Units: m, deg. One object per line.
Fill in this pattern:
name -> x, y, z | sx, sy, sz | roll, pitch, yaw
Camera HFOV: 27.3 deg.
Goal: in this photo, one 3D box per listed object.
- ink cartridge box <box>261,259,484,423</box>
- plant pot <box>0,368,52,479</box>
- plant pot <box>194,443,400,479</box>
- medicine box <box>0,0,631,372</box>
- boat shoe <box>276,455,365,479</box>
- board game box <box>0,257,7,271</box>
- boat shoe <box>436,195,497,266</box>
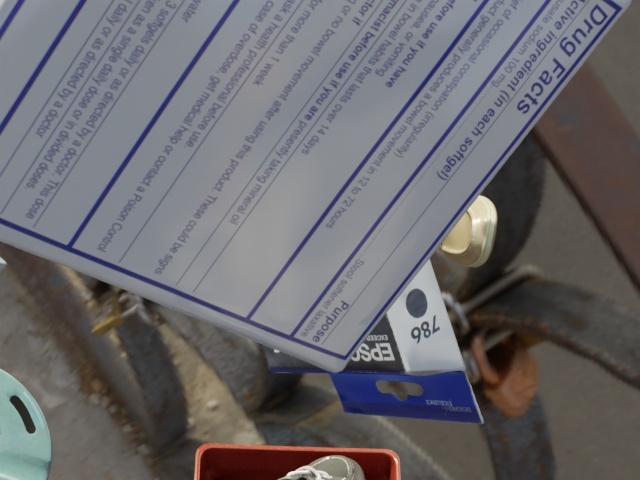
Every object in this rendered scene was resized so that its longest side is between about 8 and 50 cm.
ink cartridge box -> 0.000, 0.000, 0.992 | 0.065, 0.165, 0.332 | -30, 105, -38
plant pot -> -0.523, 0.335, 1.778 | 0.341, 0.334, 0.341 | 12, 58, -19
plant pot -> -0.037, 0.447, 1.723 | 0.267, 0.235, 0.267 | 3, 46, -4
medicine box -> -0.041, -0.108, 0.680 | 0.289, 0.149, 0.263 | 25, 111, -35
boat shoe -> -0.033, 0.335, 1.561 | 0.335, 0.112, 0.095 | -49, 126, -55
board game box -> -0.581, -0.017, 1.749 | 0.224, 0.303, 0.097 | 42, 94, 12
boat shoe -> 0.176, -0.031, 1.996 | 0.098, 0.302, 0.109 | 10, 99, -18
